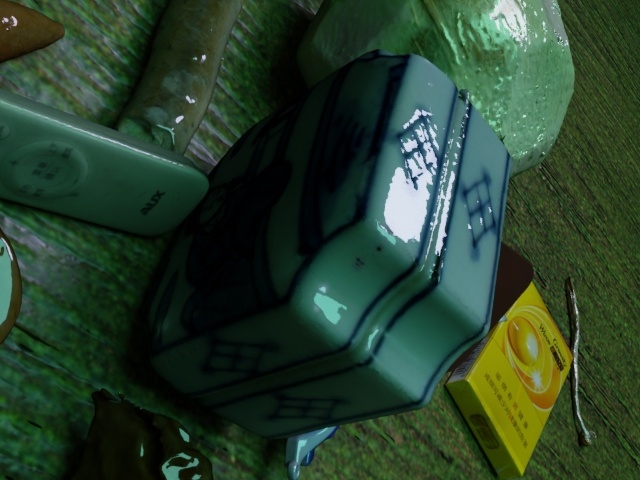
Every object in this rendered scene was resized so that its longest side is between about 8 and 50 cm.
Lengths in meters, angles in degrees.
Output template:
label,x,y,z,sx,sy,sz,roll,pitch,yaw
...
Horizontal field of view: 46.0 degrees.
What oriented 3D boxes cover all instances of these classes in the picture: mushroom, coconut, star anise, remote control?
label,x,y,z,sx,sy,sz,roll,pitch,yaw
mushroom,0.410,0.185,1.206,0.028,0.025,0.286,42,42,-51
coconut,0.125,-0.207,0.862,0.328,0.281,0.329,0,88,-15
star anise,-0.081,0.228,0.534,0.346,0.148,0.238,12,67,-35
remote control,-0.222,-0.069,0.551,0.309,0.090,0.038,19,39,-43

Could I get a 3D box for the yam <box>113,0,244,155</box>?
label,x,y,z,sx,sy,sz,roll,pitch,yaw
yam,-0.123,-0.195,0.732,0.071,0.067,0.317,12,55,2

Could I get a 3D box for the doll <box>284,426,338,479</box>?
label,x,y,z,sx,sy,sz,roll,pitch,yaw
doll,-0.007,0.139,0.721,0.096,0.070,0.195,75,23,-45

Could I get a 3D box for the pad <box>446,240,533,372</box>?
label,x,y,z,sx,sy,sz,roll,pitch,yaw
pad,0.120,0.051,0.842,0.267,0.181,0.004,30,14,-37

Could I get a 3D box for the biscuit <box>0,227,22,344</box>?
label,x,y,z,sx,sy,sz,roll,pitch,yaw
biscuit,-0.343,0.018,0.343,0.359,0.074,0.381,33,67,-22

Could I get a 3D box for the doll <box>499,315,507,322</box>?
label,x,y,z,sx,sy,sz,roll,pitch,yaw
doll,0.170,0.030,0.945,0.192,0.095,0.149,11,63,-43

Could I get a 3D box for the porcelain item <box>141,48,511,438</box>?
label,x,y,z,sx,sy,sz,roll,pitch,yaw
porcelain item,0.000,0.000,0.616,0.157,0.285,0.281,41,48,-26

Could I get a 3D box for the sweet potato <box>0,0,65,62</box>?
label,x,y,z,sx,sy,sz,roll,pitch,yaw
sweet potato,-0.273,-0.158,0.555,0.202,0.058,0.055,-10,102,-51

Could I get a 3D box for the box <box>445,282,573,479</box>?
label,x,y,z,sx,sy,sz,roll,pitch,yaw
box,0.268,0.178,1.030,0.269,0.043,0.152,-42,106,-48
